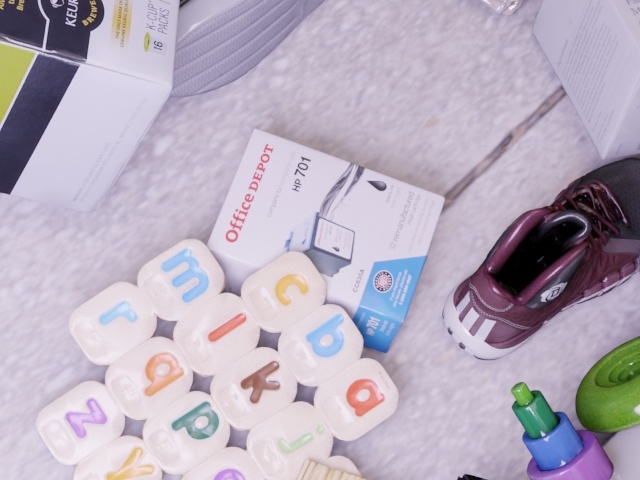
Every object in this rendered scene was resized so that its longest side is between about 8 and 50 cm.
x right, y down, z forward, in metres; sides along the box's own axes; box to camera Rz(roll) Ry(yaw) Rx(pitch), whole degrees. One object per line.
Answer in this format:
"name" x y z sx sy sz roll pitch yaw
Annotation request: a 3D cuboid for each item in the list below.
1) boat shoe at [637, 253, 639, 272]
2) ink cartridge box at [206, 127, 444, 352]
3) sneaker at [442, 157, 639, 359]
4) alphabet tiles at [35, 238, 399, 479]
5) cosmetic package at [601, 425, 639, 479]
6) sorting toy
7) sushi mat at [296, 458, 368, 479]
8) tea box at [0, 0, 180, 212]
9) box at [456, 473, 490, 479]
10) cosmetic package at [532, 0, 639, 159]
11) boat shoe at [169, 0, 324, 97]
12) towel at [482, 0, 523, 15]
"boat shoe" 0.348 -0.061 1.474 0.105 0.113 0.306 40 57 -18
"ink cartridge box" 0.000 0.000 1.530 0.191 0.082 0.139 20 64 -2
"sneaker" 0.242 -0.006 1.531 0.281 0.162 0.106 -40 78 -24
"alphabet tiles" -0.087 0.147 1.437 0.278 0.021 0.284 -34 86 -10
"cosmetic package" 0.299 0.218 1.474 0.238 0.107 0.127 -38 77 -26
"sorting toy" 0.268 0.070 1.470 0.365 0.127 0.126 -44 108 -38
"sushi mat" -0.007 0.348 1.374 0.151 0.019 0.316 26 71 -1
"tea box" -0.301 -0.244 1.456 0.324 0.220 0.329 16 55 -20
"box" 0.212 0.370 1.339 0.296 0.073 0.293 16 91 -1
"cosmetic package" 0.323 -0.203 1.629 0.151 0.151 0.183 -12 57 -18
"boat shoe" -0.077 -0.256 1.629 0.119 0.121 0.335 38 53 17
"towel" 0.196 -0.385 1.676 0.187 0.049 0.282 34 105 8
